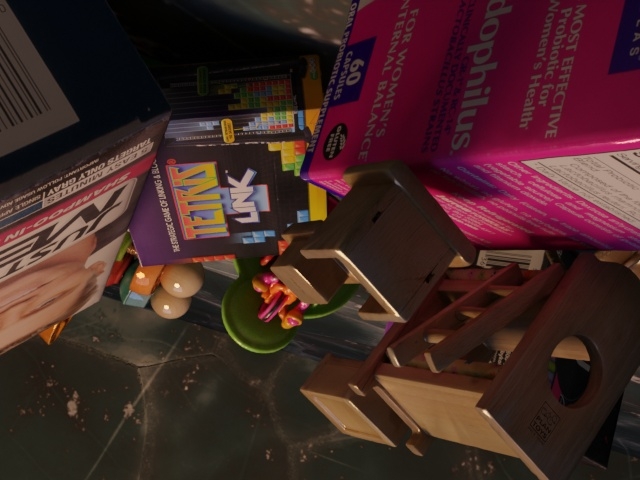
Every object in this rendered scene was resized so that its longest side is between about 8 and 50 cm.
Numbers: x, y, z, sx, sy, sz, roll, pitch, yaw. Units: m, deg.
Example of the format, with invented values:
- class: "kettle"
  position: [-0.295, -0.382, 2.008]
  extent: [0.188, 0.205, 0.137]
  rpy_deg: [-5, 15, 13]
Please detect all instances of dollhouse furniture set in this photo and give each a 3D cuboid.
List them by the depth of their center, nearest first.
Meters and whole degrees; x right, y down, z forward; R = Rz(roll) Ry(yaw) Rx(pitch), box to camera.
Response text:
- class: "dollhouse furniture set"
  position: [0.038, 0.020, 0.507]
  extent: [0.161, 0.101, 0.182]
  rpy_deg: [48, 157, -21]

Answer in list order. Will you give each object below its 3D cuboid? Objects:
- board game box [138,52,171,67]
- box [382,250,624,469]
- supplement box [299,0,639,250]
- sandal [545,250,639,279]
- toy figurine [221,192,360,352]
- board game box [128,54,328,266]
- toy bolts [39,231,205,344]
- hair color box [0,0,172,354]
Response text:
- class: "board game box"
  position: [-0.271, -0.096, 0.734]
  extent: [0.316, 0.064, 0.242]
  rpy_deg: [16, 157, -33]
- class: "box"
  position: [0.189, 0.106, 0.980]
  extent: [0.143, 0.165, 0.270]
  rpy_deg: [9, 166, 36]
- class: "supplement box"
  position: [0.105, -0.063, 0.440]
  extent: [0.114, 0.111, 0.220]
  rpy_deg: [24, 166, -32]
- class: "sandal"
  position: [0.225, 0.008, 0.666]
  extent: [0.302, 0.086, 0.120]
  rpy_deg: [9, 166, 35]
- class: "toy figurine"
  position: [0.000, 0.000, 0.835]
  extent: [0.130, 0.173, 0.159]
  rpy_deg: [36, 152, -8]
- class: "board game box"
  position: [-0.066, -0.048, 0.686]
  extent: [0.141, 0.048, 0.170]
  rpy_deg: [-6, 149, -2]
- class: "toy bolts"
  position: [-0.262, 0.075, 1.406]
  extent: [0.158, 0.218, 0.228]
  rpy_deg: [31, 175, -3]
- class: "hair color box"
  position: [-0.207, -0.010, 0.592]
  extent: [0.105, 0.174, 0.347]
  rpy_deg: [58, 156, 6]
